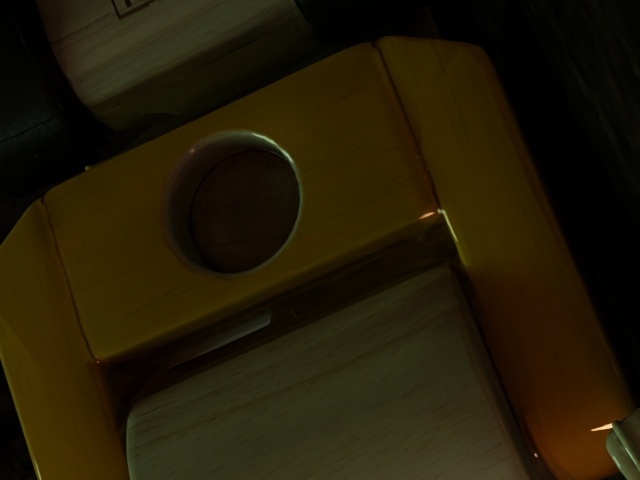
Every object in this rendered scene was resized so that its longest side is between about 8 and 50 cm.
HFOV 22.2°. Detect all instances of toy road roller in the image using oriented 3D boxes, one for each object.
[{"bbox_3d":[0.000,0.000,0.670,0.240,0.202,0.330,35,-147,-67],"label":"toy road roller"}]

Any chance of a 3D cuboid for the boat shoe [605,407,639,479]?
[{"bbox_3d":[0.117,0.087,0.495,0.153,0.048,0.056,66,179,-56],"label":"boat shoe"}]
